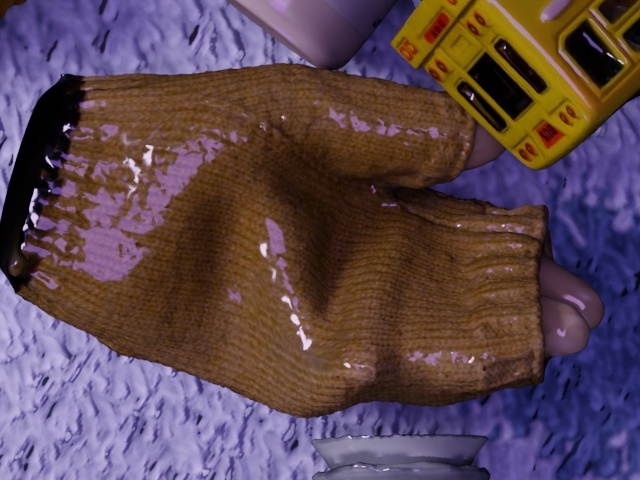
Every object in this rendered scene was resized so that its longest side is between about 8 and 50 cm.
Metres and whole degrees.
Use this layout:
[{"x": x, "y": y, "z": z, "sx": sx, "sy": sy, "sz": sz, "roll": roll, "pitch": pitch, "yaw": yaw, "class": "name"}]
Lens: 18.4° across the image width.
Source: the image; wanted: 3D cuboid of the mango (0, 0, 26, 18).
[{"x": -0.286, "y": -0.172, "z": 1.164, "sx": 0.252, "sy": 0.126, "sz": 0.153, "roll": 2, "pitch": 103, "yaw": 8, "class": "mango"}]

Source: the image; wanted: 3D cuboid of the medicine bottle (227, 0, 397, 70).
[{"x": 0.040, "y": -0.228, "z": 1.161, "sx": 0.114, "sy": 0.114, "sz": 0.252, "roll": 37, "pitch": 91, "yaw": 0, "class": "medicine bottle"}]

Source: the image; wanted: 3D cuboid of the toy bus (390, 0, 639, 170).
[{"x": 0.197, "y": -0.196, "z": 1.104, "sx": 0.331, "sy": 0.145, "sz": 0.151, "roll": -43, "pitch": 87, "yaw": -17, "class": "toy bus"}]

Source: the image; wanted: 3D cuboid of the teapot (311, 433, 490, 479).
[{"x": 0.050, "y": 0.239, "z": 1.152, "sx": 0.184, "sy": 0.183, "sz": 0.250, "roll": -1, "pitch": 81, "yaw": 1, "class": "teapot"}]

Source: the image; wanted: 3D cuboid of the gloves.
[{"x": -0.008, "y": 0.000, "z": 1.147, "sx": 0.356, "sy": 0.155, "sz": 0.203, "roll": 13, "pitch": 82, "yaw": 2, "class": "gloves"}]
